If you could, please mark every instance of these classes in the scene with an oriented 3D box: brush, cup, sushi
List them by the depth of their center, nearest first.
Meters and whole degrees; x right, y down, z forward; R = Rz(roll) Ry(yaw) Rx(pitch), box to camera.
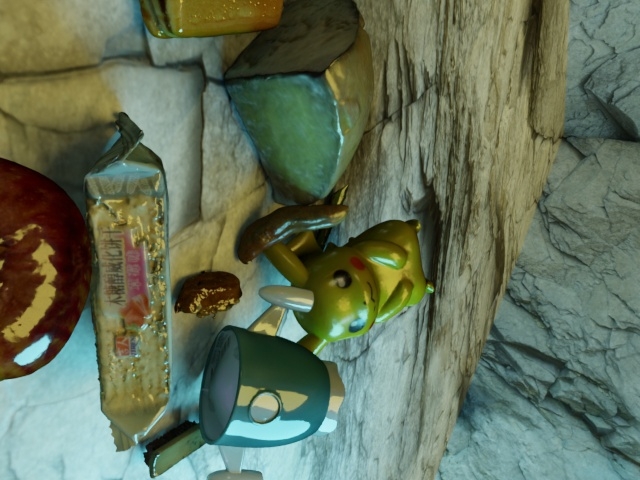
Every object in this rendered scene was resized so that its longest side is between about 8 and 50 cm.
[{"bbox_3d":[-0.151,0.077,0.741,0.118,0.061,0.060,-2,113,-38],"label":"sushi"},{"bbox_3d":[-0.064,0.213,0.757,0.173,0.167,0.300,16,89,-24],"label":"cup"},{"bbox_3d":[-0.173,0.280,0.807,0.248,0.036,0.043,-11,116,-64],"label":"brush"}]

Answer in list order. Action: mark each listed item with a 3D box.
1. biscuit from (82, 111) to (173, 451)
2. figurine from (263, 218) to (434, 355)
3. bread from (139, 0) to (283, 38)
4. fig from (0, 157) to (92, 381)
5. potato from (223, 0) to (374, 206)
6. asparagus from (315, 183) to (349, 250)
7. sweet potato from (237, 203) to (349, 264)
[{"bbox_3d":[-0.193,0.031,0.551,0.079,0.186,0.309,-4,109,-19],"label":"biscuit"},{"bbox_3d":[0.048,0.063,0.905,0.326,0.169,0.218,-24,102,-44],"label":"figurine"},{"bbox_3d":[-0.118,-0.297,0.615,0.200,0.077,0.116,-35,129,-50],"label":"bread"},{"bbox_3d":[-0.275,0.024,0.444,0.175,0.207,0.175,1,87,-21],"label":"fig"},{"bbox_3d":[0.015,-0.187,0.768,0.211,0.189,0.264,-55,144,-32],"label":"potato"},{"bbox_3d":[0.001,0.000,0.979,0.034,0.027,0.236,55,57,-71],"label":"asparagus"},{"bbox_3d":[-0.046,-0.025,0.797,0.054,0.182,0.053,-102,169,-56],"label":"sweet potato"}]
